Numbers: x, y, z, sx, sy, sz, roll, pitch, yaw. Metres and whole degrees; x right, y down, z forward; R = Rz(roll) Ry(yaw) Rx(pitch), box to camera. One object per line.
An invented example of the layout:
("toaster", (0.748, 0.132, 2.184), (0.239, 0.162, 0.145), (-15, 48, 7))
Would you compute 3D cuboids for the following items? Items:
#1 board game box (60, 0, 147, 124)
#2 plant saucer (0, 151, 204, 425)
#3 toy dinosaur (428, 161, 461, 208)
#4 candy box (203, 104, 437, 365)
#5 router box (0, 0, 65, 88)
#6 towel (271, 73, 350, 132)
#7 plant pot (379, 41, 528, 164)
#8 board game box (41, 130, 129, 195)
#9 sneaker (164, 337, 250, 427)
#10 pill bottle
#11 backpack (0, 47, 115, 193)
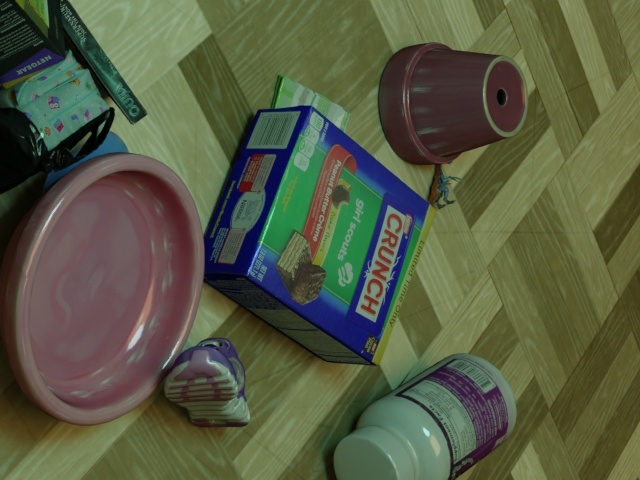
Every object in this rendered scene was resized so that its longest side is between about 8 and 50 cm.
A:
("board game box", (-0.283, -0.235, 1.654), (0.026, 0.126, 0.186), (-36, 120, -4))
("plant saucer", (-0.271, 0.054, 1.642), (0.332, 0.084, 0.332), (-29, 125, -51))
("toy dinosaur", (0.201, -0.098, 2.261), (0.090, 0.047, 0.082), (-8, 77, -38))
("candy box", (0.000, 0.000, 1.959), (0.317, 0.122, 0.268), (37, 67, -42))
("router box", (-0.375, -0.349, 1.434), (0.243, 0.081, 0.309), (53, 17, -48))
("towel", (-0.017, -0.170, 2.025), (0.152, 0.023, 0.113), (25, 70, -45))
("plant pot", (0.224, -0.223, 2.182), (0.201, 0.180, 0.201), (1, 89, -49))
("board game box", (-0.298, -0.061, 1.675), (0.169, 0.033, 0.133), (-47, 144, -39))
("sneaker", (-0.145, 0.170, 1.781), (0.236, 0.095, 0.105), (77, 14, -68))
("pill bottle", (0.160, 0.301, 2.104), (0.301, 0.169, 0.169), (-25, 107, -46))
("backpack", (-0.328, -0.142, 1.588), (0.182, 0.152, 0.115), (-46, 118, -45))
